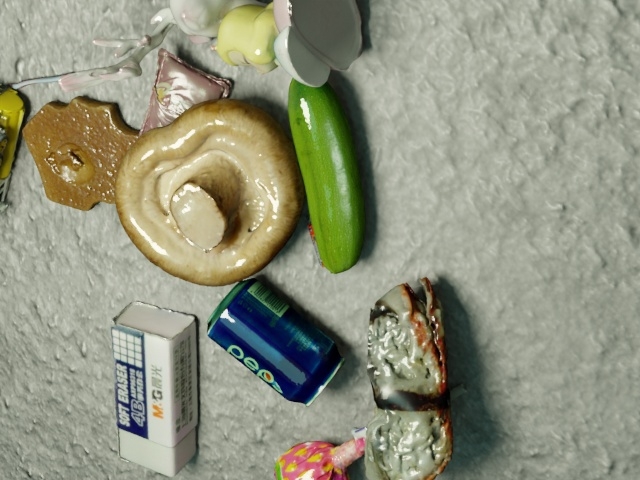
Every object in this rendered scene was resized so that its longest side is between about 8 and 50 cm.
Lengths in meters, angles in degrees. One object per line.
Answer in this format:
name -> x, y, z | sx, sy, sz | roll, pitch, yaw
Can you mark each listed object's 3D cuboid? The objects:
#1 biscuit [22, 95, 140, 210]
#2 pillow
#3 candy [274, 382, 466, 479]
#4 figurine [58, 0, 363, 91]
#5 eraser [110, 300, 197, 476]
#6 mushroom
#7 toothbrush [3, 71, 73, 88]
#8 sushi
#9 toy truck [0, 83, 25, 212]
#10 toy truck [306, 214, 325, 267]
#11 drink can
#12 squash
biscuit -> -0.363, -0.141, 1.214 | 0.215, 0.034, 0.182 | -9, 109, 22
pillow -> -0.206, -0.179, 1.130 | 0.118, 0.043, 0.185 | 23, 120, -3
candy -> 0.078, 0.322, 1.211 | 0.365, 0.124, 0.124 | -35, 96, 21
figurine -> -0.146, -0.290, 0.941 | 0.316, 0.284, 0.206 | 13, 115, 29
eraser -> -0.285, 0.257, 1.321 | 0.130, 0.086, 0.287 | 13, 116, 18
mushroom -> -0.157, -0.067, 1.092 | 0.279, 0.146, 0.278 | 1, 112, 3
toothbrush -> -0.469, -0.248, 1.222 | 0.193, 0.013, 0.019 | -6, 116, 24
sushi -> 0.121, 0.219, 1.095 | 0.130, 0.124, 0.331 | -4, 89, 10
toy truck -> -0.546, -0.138, 1.242 | 0.098, 0.114, 0.226 | 26, 124, -3
toy truck -> 0.000, 0.000, 1.136 | 0.032, 0.024, 0.083 | 9, 122, 50
drink can -> -0.069, 0.157, 1.176 | 0.205, 0.118, 0.118 | 39, 120, 4
squash -> 0.013, -0.091, 1.059 | 0.082, 0.082, 0.292 | -3, 113, 23
